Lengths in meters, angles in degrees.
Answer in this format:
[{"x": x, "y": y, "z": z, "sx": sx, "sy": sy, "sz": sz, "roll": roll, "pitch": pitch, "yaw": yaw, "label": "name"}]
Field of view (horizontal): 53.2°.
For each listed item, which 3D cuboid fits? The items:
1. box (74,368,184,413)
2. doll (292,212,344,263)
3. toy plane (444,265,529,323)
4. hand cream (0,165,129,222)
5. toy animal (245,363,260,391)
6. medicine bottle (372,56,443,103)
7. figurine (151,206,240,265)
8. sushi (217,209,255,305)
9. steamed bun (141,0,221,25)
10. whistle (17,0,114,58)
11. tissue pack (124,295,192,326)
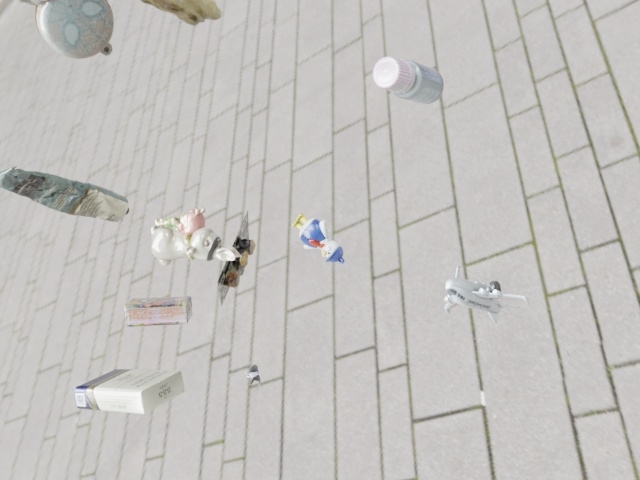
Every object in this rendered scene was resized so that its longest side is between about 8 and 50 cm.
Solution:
[{"x": -0.527, "y": 0.412, "z": 1.764, "sx": 0.259, "sy": 0.168, "sz": 0.071, "roll": -7, "pitch": 97, "yaw": 30, "label": "box"}, {"x": 0.000, "y": 0.000, "z": 1.403, "sx": 0.057, "sy": 0.143, "sz": 0.099, "roll": -39, "pitch": -9, "yaw": -46, "label": "doll"}, {"x": 0.272, "y": 0.097, "z": 1.118, "sx": 0.162, "sy": 0.171, "sz": 0.066, "roll": -14, "pitch": 54, "yaw": 43, "label": "toy plane"}, {"x": -0.439, "y": -0.084, "z": 1.115, "sx": 0.075, "sy": 0.248, "sz": 0.052, "roll": -35, "pitch": 57, "yaw": 25, "label": "hand cream"}, {"x": -0.144, "y": 0.282, "z": 1.354, "sx": 0.028, "sy": 0.084, "sz": 0.050, "roll": -19, "pitch": 51, "yaw": -13, "label": "toy animal"}, {"x": 0.192, "y": -0.348, "z": 1.389, "sx": 0.083, "sy": 0.203, "sz": 0.084, "roll": 2, "pitch": 93, "yaw": 34, "label": "medicine bottle"}, {"x": -0.219, "y": -0.005, "z": 1.108, "sx": 0.146, "sy": 0.098, "sz": 0.081, "roll": -3, "pitch": 30, "yaw": 13, "label": "figurine"}, {"x": -0.204, "y": 0.055, "z": 1.648, "sx": 0.040, "sy": 0.193, "sz": 0.210, "roll": 18, "pitch": 64, "yaw": 3, "label": "sushi"}, {"x": -0.365, "y": -0.534, "z": 1.093, "sx": 0.247, "sy": 0.428, "sz": 0.189, "roll": 30, "pitch": 102, "yaw": 41, "label": "steamed bun"}, {"x": -0.374, "y": -0.336, "z": 0.888, "sx": 0.057, "sy": 0.220, "sz": 0.107, "roll": 33, "pitch": 83, "yaw": 41, "label": "whistle"}, {"x": -0.389, "y": 0.171, "z": 1.546, "sx": 0.108, "sy": 0.148, "sz": 0.060, "roll": -135, "pitch": 44, "yaw": -81, "label": "tissue pack"}]
